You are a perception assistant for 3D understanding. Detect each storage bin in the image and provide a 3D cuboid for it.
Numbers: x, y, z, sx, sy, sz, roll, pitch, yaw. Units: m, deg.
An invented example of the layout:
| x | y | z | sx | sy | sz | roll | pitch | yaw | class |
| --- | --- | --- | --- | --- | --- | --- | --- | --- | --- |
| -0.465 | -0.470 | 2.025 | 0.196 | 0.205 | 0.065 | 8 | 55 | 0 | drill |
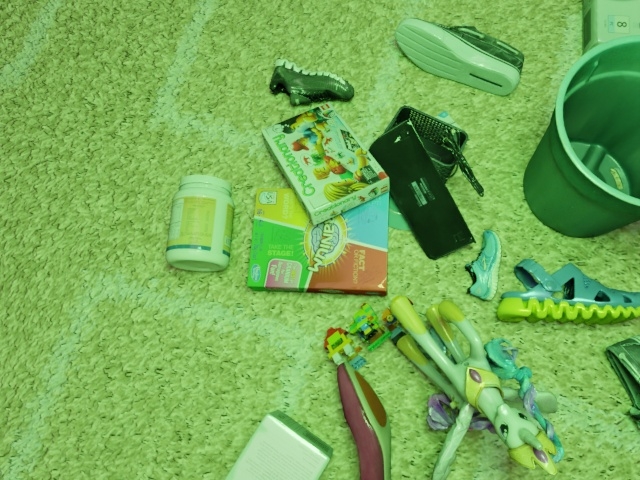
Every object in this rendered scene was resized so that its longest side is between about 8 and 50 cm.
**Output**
| x | y | z | sx | sy | sz | roll | pitch | yaw | class |
| --- | --- | --- | --- | --- | --- | --- | --- | --- | --- |
| 0.244 | -0.226 | 1.175 | 0.180 | 0.084 | 0.122 | 28 | 63 | 11 | storage bin |

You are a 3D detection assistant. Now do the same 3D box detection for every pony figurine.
| x | y | z | sx | sy | sz | roll | pitch | yaw | class |
| --- | --- | --- | --- | --- | --- | --- | --- | --- | --- |
| 0.285 | 0.297 | 0.936 | 0.302 | 0.351 | 0.364 | -30 | 55 | -8 | pony figurine |

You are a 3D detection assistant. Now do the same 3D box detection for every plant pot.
| x | y | z | sx | sy | sz | roll | pitch | yaw | class |
| --- | --- | --- | --- | --- | --- | --- | --- | --- | --- |
| 0.598 | -0.168 | 1.016 | 0.340 | 0.334 | 0.342 | -1 | 73 | 4 | plant pot |

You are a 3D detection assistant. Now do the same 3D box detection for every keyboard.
| x | y | z | sx | sy | sz | roll | pitch | yaw | class |
| --- | --- | --- | --- | --- | --- | --- | --- | --- | --- |
| 0.258 | -0.126 | 1.101 | 0.201 | 0.033 | 0.317 | -27 | 96 | 30 | keyboard |

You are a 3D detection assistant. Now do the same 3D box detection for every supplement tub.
| x | y | z | sx | sy | sz | roll | pitch | yaw | class |
| --- | --- | --- | --- | --- | --- | --- | --- | --- | --- |
| -0.276 | -0.037 | 1.144 | 0.144 | 0.144 | 0.200 | 1 | 74 | 5 | supplement tub |

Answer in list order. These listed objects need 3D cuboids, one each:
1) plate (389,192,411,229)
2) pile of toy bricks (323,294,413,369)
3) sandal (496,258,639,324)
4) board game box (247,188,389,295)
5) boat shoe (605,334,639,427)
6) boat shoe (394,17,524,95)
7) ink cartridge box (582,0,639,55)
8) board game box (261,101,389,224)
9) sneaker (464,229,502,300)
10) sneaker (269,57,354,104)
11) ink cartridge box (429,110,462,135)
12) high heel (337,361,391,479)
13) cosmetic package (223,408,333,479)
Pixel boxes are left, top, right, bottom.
| x | y | z | sx | sy | sz | roll | pitch | yaw | class |
| --- | --- | --- | --- | --- | --- | --- | --- | --- | --- |
| 0.207 | -0.118 | 1.192 | 0.188 | 0.024 | 0.188 | -1 | 73 | 5 | plate |
| 0.109 | 0.184 | 1.087 | 0.212 | 0.118 | 0.105 | -40 | 46 | 9 | pile of toy bricks |
| 0.543 | 0.109 | 1.056 | 0.317 | 0.126 | 0.138 | 4 | 70 | 4 | sandal |
| 0.000 | 0.000 | 1.141 | 0.316 | 0.064 | 0.243 | 0 | 74 | 9 | board game box |
| 0.677 | 0.345 | 0.984 | 0.102 | 0.108 | 0.302 | -17 | 71 | -1 | boat shoe |
| 0.354 | -0.484 | 1.250 | 0.335 | 0.121 | 0.119 | 27 | 70 | 0 | boat shoe |
| 0.875 | -0.597 | 1.243 | 0.384 | 0.091 | 0.309 | 6 | 75 | 7 | ink cartridge box |
| 0.004 | -0.191 | 1.158 | 0.192 | 0.053 | 0.305 | -25 | 55 | -9 | board game box |
| 0.366 | 0.051 | 1.113 | 0.073 | 0.063 | 0.162 | 8 | 75 | 10 | sneaker |
| -0.030 | -0.385 | 1.262 | 0.234 | 0.078 | 0.106 | 22 | 80 | 14 | sneaker |
| 0.317 | -0.276 | 1.226 | 0.048 | 0.028 | 0.083 | -36 | 75 | -6 | ink cartridge box |
| 0.070 | 0.449 | 0.992 | 0.181 | 0.127 | 0.378 | -29 | 70 | 15 | high heel |
| -0.086 | 0.463 | 0.984 | 0.151 | 0.151 | 0.184 | 32 | 78 | 12 | cosmetic package |
